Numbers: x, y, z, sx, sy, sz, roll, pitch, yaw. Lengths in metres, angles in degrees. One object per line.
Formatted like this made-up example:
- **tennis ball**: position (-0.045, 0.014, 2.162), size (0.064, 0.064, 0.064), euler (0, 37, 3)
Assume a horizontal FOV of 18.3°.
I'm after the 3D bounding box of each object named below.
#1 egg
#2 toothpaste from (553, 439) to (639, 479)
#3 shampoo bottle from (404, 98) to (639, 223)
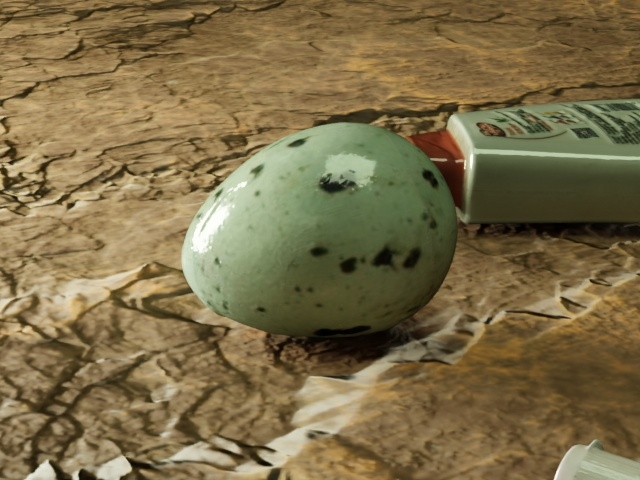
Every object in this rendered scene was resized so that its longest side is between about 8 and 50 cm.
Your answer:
- **egg**: position (0.000, 0.000, 1.176), size (0.164, 0.131, 0.131), euler (-19, 18, 7)
- **toothpaste**: position (0.251, 0.156, 0.881), size (0.314, 0.058, 0.056), euler (18, -20, 26)
- **shampoo bottle**: position (0.138, -0.049, 1.404), size (0.284, 0.071, 0.153), euler (-5, 24, -17)
